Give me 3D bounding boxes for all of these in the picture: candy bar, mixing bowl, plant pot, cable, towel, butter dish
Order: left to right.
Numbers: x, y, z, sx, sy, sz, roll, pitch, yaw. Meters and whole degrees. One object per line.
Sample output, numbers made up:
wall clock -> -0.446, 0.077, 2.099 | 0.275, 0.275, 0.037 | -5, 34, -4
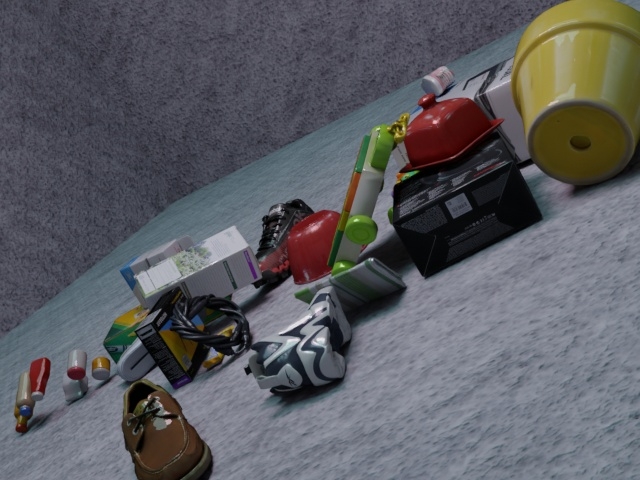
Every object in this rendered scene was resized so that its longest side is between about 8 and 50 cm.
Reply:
cable -> -0.203, 0.153, 1.718 | 0.150, 0.047, 0.184 | 10, 22, -10
candy bar -> -0.190, 0.200, 1.749 | 0.040, 0.018, 0.161 | -28, 12, 12
mixing bowl -> 0.000, 0.000, 1.906 | 0.181, 0.098, 0.181 | -29, 12, 7
towel -> 0.048, 0.075, 1.505 | 0.152, 0.113, 0.023 | -24, 55, 25
butter dish -> 0.211, -0.204, 1.644 | 0.160, 0.118, 0.160 | -36, 14, -31
plant pot -> 0.427, -0.223, 1.505 | 0.254, 0.254, 0.239 | -22, 31, 36

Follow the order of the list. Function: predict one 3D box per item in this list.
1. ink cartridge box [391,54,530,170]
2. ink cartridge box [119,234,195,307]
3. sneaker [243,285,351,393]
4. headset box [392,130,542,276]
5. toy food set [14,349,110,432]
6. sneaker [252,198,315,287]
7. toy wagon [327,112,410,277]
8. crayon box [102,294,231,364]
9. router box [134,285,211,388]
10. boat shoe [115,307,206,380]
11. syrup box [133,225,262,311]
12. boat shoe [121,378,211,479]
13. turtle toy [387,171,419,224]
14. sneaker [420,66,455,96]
ink cartridge box -> 0.370, -0.258, 1.887 | 0.394, 0.166, 0.285 | -23, 14, 34
ink cartridge box -> -0.337, 0.068, 2.021 | 0.180, 0.104, 0.060 | -22, 15, 34
sneaker -> -0.040, 0.154, 1.395 | 0.153, 0.094, 0.235 | -19, 25, 12
headset box -> 0.242, -0.074, 1.597 | 0.218, 0.110, 0.293 | -28, 13, 12
toy food set -> -0.565, 0.319, 1.986 | 0.232, 0.111, 0.105 | -18, 46, 9
sneaker -> -0.092, -0.002, 2.045 | 0.097, 0.135, 0.276 | -18, 19, 40
toy wagon -> 0.084, -0.092, 1.660 | 0.344, 0.068, 0.267 | 105, 180, -47
crayon box -> -0.334, 0.166, 2.069 | 0.278, 0.081, 0.165 | -30, 13, 4
router box -> -0.271, 0.179, 1.749 | 0.046, 0.133, 0.179 | -28, 13, 16
boat shoe -> -0.340, 0.202, 1.938 | 0.226, 0.083, 0.075 | -38, 15, -27
syrup box -> -0.249, 0.074, 1.896 | 0.236, 0.096, 0.093 | -26, 38, -12
boat shoe -> -0.243, 0.281, 1.351 | 0.110, 0.104, 0.307 | -34, 13, -15
turtle toy -> 0.173, -0.084, 1.836 | 0.066, 0.130, 0.095 | 0, 33, -20
sneaker -> 0.259, -0.348, 2.010 | 0.070, 0.051, 0.134 | -36, 6, 2
